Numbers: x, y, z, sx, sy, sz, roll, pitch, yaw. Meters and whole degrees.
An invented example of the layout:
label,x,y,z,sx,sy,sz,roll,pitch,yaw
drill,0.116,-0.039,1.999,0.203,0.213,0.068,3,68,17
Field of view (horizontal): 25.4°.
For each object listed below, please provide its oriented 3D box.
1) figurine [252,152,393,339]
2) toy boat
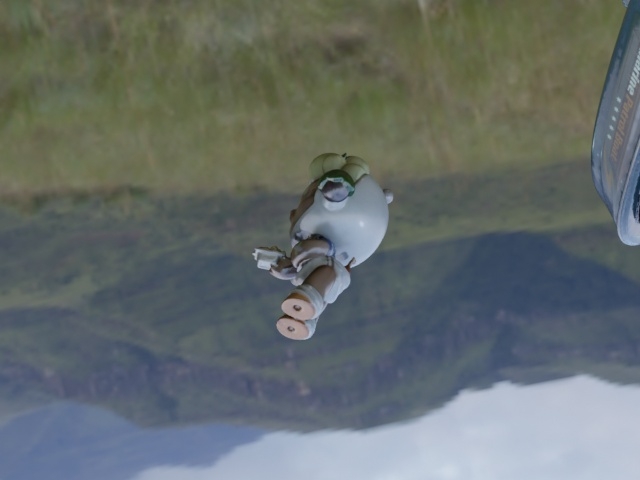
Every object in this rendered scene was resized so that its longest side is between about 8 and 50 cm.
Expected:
label,x,y,z,sx,sy,sz,roll,pitch,yaw
figurine,-0.001,-0.001,1.263,0.197,0.093,0.147,-53,169,-44
toy boat,0.206,-0.070,0.797,0.093,0.103,0.246,-34,153,-21
